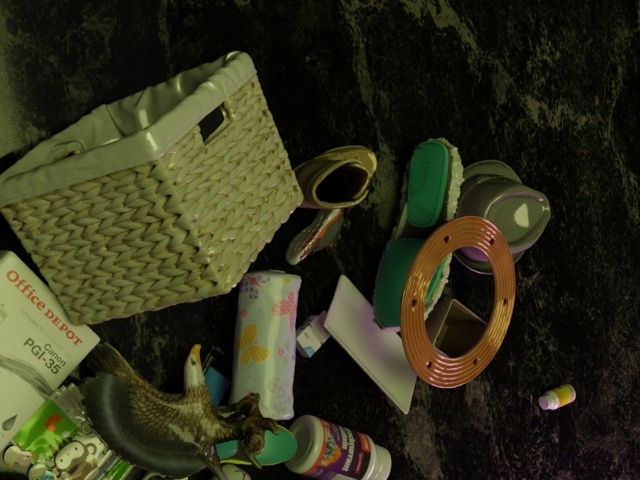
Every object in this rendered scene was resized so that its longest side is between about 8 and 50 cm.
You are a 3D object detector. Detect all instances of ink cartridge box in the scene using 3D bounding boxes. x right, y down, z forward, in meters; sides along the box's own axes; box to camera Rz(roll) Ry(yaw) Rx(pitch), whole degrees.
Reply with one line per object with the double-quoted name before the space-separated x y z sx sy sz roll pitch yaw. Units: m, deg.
"ink cartridge box" -0.013 0.175 1.907 0.083 0.028 0.048 -44 112 -27
"ink cartridge box" -0.508 0.179 1.516 0.207 0.117 0.283 50 64 -22

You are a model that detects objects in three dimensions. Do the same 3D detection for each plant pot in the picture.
"plant pot" 0.253 0.190 2.048 0.109 0.096 0.109 36 70 -27

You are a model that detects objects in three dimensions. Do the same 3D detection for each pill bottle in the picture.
"pill bottle" 0.035 0.401 1.885 0.193 0.108 0.108 24 75 -32
"pill bottle" 0.529 0.352 2.263 0.083 0.043 0.043 -14 96 -34

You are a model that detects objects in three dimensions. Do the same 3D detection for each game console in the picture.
"game console" -0.197 0.261 1.757 0.071 0.107 0.122 28 70 -1

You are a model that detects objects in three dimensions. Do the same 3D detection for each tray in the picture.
"tray" 0.096 0.204 1.956 0.270 0.030 0.145 49 39 -25

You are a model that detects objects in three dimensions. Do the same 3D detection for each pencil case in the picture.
"pencil case" -0.095 0.187 1.800 0.124 0.113 0.273 9 83 -62

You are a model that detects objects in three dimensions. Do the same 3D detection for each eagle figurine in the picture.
"eagle figurine" -0.233 0.270 1.588 0.298 0.226 0.225 4 56 -14

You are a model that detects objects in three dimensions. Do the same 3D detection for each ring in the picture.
"ring" 0.262 0.117 1.941 0.336 0.032 0.337 -11 106 -42

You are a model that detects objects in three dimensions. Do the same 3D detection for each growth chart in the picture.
"growth chart" -0.400 0.330 1.644 0.237 0.021 0.172 41 68 -26

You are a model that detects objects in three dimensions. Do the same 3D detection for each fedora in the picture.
"fedora" 0.390 -0.051 2.132 0.275 0.124 0.244 -11 95 -34

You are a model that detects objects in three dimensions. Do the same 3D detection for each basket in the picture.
"basket" -0.244 -0.077 1.526 0.266 0.331 0.328 63 32 -19

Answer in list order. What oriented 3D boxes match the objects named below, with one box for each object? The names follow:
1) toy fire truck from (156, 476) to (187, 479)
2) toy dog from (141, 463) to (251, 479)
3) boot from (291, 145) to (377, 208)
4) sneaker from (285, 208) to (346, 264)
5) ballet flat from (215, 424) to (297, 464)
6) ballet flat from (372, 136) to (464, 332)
"toy fire truck" -0.303 0.470 1.570 0.158 0.217 0.246 26 83 -30
"toy dog" -0.198 0.547 1.690 0.220 0.161 0.334 11 82 -34
"boot" 0.040 -0.117 1.846 0.262 0.203 0.095 -19 100 -32
"sneaker" 0.000 0.000 1.906 0.158 0.061 0.065 -48 120 -25
"ballet flat" -0.153 0.357 1.777 0.231 0.077 0.077 4 85 -35
"ballet flat" 0.214 -0.001 2.016 0.147 0.147 0.409 23 77 -32
